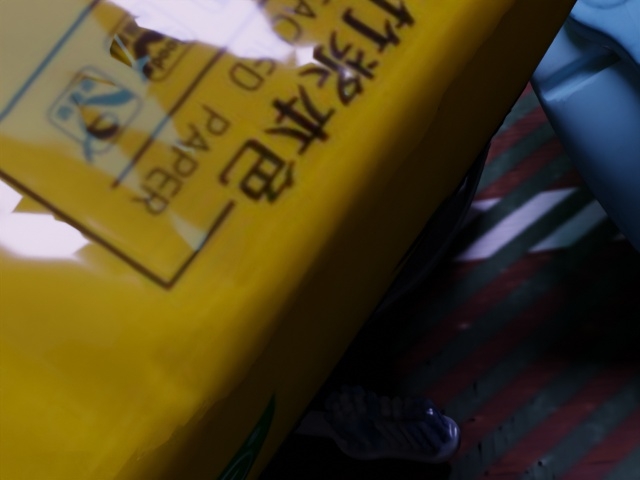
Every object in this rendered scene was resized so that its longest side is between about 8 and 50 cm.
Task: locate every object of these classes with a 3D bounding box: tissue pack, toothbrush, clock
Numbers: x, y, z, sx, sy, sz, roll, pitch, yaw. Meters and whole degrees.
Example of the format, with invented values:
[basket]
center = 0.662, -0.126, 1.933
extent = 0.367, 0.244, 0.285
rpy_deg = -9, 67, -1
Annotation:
[tissue pack]
center = -0.081, -0.027, 0.569
extent = 0.228, 0.293, 0.382
rpy_deg = 36, 67, 3
[toothbrush]
center = -0.112, 0.070, 0.782
extent = 0.386, 0.040, 0.040
rpy_deg = 5, 38, 29
[clock]
center = 0.164, -0.081, 0.748
extent = 0.094, 0.223, 0.274
rpy_deg = -30, 32, 25

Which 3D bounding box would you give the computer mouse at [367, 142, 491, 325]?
[computer mouse]
center = -0.001, 0.001, 0.803
extent = 0.126, 0.071, 0.231
rpy_deg = 22, 47, 34
